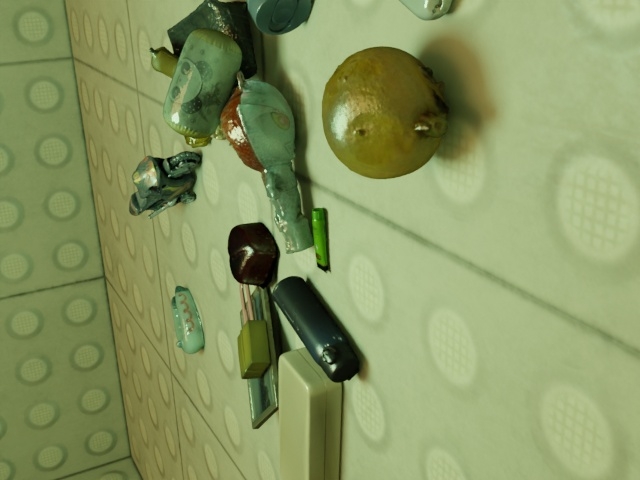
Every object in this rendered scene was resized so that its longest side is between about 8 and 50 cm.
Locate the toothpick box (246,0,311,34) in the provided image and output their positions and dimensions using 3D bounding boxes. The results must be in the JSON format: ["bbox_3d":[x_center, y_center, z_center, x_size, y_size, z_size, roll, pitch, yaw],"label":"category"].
[{"bbox_3d":[-0.088,-0.435,1.307,0.153,0.101,0.101,67,153,25],"label":"toothpick box"}]

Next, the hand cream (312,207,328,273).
[{"bbox_3d":[0.000,0.000,1.418,0.036,0.023,0.121,31,132,53],"label":"hand cream"}]

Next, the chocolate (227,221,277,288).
[{"bbox_3d":[-0.151,0.036,1.665,0.125,0.080,0.148,3,95,61],"label":"chocolate"}]

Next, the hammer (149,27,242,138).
[{"bbox_3d":[-0.266,-0.328,1.508,0.305,0.113,0.201,40,110,50],"label":"hammer"}]

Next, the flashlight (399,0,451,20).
[{"bbox_3d":[0.105,-0.348,1.010,0.200,0.048,0.093,51,145,39],"label":"flashlight"}]

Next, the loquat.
[{"bbox_3d":[0.089,-0.163,1.009,0.205,0.150,0.172,19,115,49],"label":"loquat"}]

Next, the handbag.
[{"bbox_3d":[-0.218,-0.375,1.565,0.270,0.089,0.175,-13,86,51],"label":"handbag"}]

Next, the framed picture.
[{"bbox_3d":[-0.138,0.260,1.757,0.213,0.016,0.289,126,140,-58],"label":"framed picture"}]

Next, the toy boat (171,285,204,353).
[{"bbox_3d":[-0.413,0.244,2.332,0.134,0.079,0.207,-53,52,55],"label":"toy boat"}]

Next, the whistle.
[{"bbox_3d":[-0.093,-0.145,1.434,0.142,0.134,0.345,-155,47,-77],"label":"whistle"}]

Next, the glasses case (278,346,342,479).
[{"bbox_3d":[-0.023,0.388,1.580,0.144,0.076,0.336,41,137,51],"label":"glasses case"}]

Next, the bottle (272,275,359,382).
[{"bbox_3d":[-0.010,0.163,1.448,0.082,0.072,0.244,43,-174,-48],"label":"bottle"}]

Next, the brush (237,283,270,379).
[{"bbox_3d":[-0.155,0.180,1.718,0.103,0.047,0.233,122,145,-54],"label":"brush"}]

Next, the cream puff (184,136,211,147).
[{"bbox_3d":[-0.303,-0.266,1.883,0.083,0.058,0.083,38,133,51],"label":"cream puff"}]

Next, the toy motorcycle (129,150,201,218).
[{"bbox_3d":[-0.418,-0.150,2.046,0.307,0.173,0.108,-48,60,58],"label":"toy motorcycle"}]

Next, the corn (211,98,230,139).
[{"bbox_3d":[-0.253,-0.318,1.733,0.280,0.092,0.092,-123,32,-46],"label":"corn"}]
